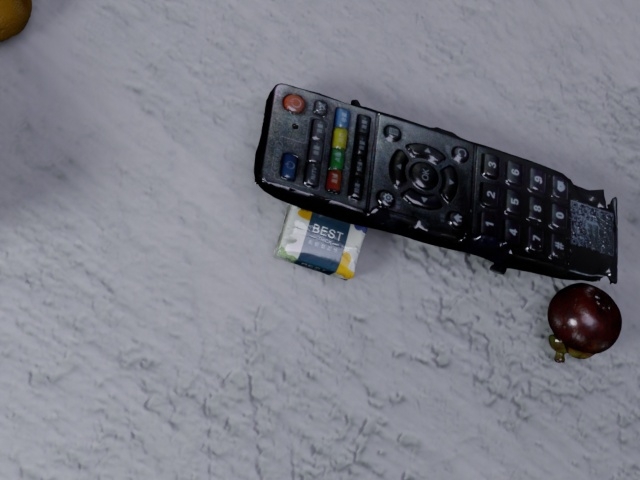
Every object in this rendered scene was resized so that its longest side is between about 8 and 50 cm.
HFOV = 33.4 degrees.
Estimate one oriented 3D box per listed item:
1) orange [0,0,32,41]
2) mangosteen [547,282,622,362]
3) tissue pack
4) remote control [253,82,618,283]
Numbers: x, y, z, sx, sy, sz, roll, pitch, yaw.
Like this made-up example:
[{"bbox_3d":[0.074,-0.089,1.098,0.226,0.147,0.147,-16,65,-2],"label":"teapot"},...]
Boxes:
[{"bbox_3d":[-0.310,-0.229,1.005,0.085,0.085,0.085,2,83,-15],"label":"orange"},{"bbox_3d":[0.276,0.085,1.127,0.081,0.081,0.081,2,83,-15],"label":"mangosteen"},{"bbox_3d":[0.000,0.000,1.077,0.083,0.042,0.062,19,79,-11],"label":"tissue pack"},{"bbox_3d":[0.123,-0.052,1.095,0.399,0.062,0.144,16,60,-15],"label":"remote control"}]
